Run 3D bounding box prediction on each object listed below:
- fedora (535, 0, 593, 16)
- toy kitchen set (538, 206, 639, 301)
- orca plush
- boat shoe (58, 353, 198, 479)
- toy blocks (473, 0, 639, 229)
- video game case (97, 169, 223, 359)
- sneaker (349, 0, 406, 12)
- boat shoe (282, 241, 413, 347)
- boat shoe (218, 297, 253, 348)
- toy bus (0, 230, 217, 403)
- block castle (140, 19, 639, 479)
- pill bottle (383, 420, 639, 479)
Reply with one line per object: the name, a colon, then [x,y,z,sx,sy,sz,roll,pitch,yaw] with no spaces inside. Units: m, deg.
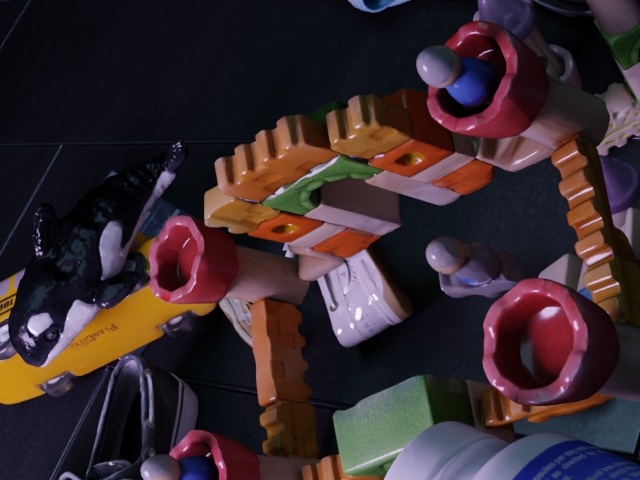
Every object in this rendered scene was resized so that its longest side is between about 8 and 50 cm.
fedora: [0.315,-0.383,1.244,0.244,0.124,0.275,16,68,44]
toy kitchen set: [0.299,0.068,0.943,0.207,0.166,0.122,131,158,-57]
orca plush: [-0.251,-0.009,1.200,0.287,0.102,0.151,-48,40,-6]
boat shoe: [-0.199,0.259,1.142,0.113,0.105,0.306,-11,51,31]
toy blocks: [0.293,-0.206,1.017,0.289,0.260,0.309,-30,44,15]
video game case: [-0.254,0.026,1.433,0.274,0.026,0.196,27,76,46]
sneaker: [0.042,-0.362,1.433,0.366,0.135,0.150,0,55,39]
boat shoe: [0.000,0.000,1.201,0.096,0.098,0.277,-36,44,8]
boat shoe: [-0.066,0.087,1.218,0.045,0.050,0.135,-49,42,3]
toy bus: [-0.282,0.081,1.314,0.333,0.108,0.130,-27,43,19]
block castle: [0.034,0.046,0.931,0.453,0.213,0.303,-29,59,39]
pill bottle: [0.164,0.202,0.654,0.272,0.152,0.152,20,71,45]
